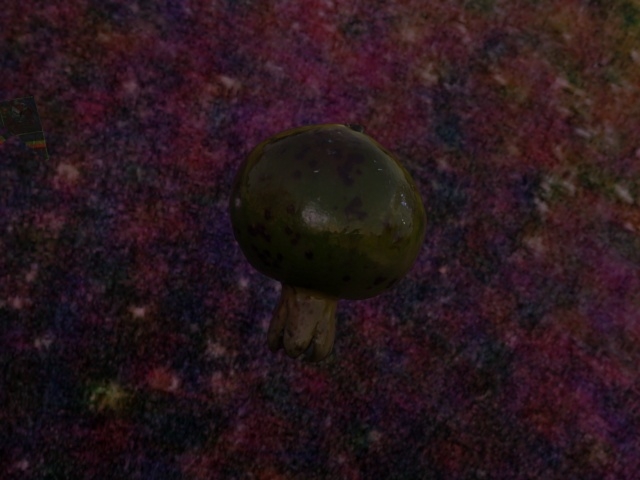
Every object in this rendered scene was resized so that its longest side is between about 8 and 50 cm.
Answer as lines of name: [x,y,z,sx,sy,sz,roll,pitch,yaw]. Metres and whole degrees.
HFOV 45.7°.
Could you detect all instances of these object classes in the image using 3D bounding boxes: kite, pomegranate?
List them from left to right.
kite: [-0.412,-0.157,1.027,0.122,0.090,0.004,39,-11,-19]
pomegranate: [0.000,0.000,0.770,0.202,0.248,0.202,16,1,0]
